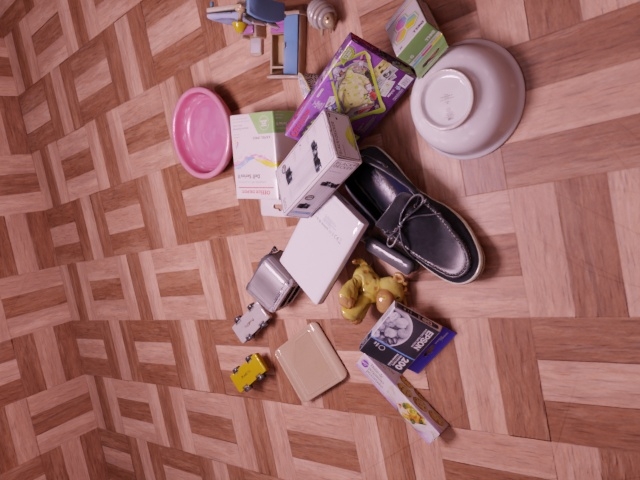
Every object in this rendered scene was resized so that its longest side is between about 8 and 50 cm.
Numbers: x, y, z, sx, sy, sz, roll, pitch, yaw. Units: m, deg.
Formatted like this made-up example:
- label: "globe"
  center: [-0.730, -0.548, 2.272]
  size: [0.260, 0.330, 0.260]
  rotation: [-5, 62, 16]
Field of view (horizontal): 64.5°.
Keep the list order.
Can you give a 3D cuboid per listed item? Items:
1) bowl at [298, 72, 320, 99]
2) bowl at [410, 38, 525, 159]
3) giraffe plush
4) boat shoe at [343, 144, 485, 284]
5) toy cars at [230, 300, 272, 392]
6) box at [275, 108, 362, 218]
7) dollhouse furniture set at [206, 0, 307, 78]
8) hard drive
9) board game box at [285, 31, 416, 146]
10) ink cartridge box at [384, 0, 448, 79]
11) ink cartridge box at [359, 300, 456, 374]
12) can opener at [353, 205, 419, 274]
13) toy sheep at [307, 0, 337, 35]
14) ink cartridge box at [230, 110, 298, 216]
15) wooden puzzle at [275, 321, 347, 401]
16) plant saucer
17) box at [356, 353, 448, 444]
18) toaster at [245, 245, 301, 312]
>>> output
- label: "bowl"
  center: [0.000, -0.432, 1.519]
  size: [0.080, 0.170, 0.170]
  rotation: [-21, 90, -5]
- label: "bowl"
  center: [0.334, -0.346, 1.249]
  size: [0.297, 0.134, 0.298]
  rotation: [10, 107, 38]
- label: "giraffe plush"
  center: [0.172, 0.156, 1.508]
  size: [0.170, 0.181, 0.211]
  rotation: [12, 74, 26]
- label: "boat shoe"
  center: [0.233, -0.068, 1.386]
  size: [0.500, 0.156, 0.187]
  rotation: [49, 124, 18]
- label: "toy cars"
  center: [-0.253, 0.403, 1.946]
  size: [0.176, 0.087, 0.394]
  rotation: [13, 105, 31]
- label: "box"
  center: [-0.014, -0.207, 1.432]
  size: [0.290, 0.087, 0.169]
  rotation: [-45, 49, 44]
- label: "dollhouse furniture set"
  center: [-0.222, -0.600, 1.532]
  size: [0.286, 0.303, 0.198]
  rotation: [13, 108, 37]
- label: "hard drive"
  center: [0.003, 0.008, 1.533]
  size: [0.210, 0.040, 0.319]
  rotation: [48, 126, 29]
- label: "board game box"
  center: [0.073, -0.378, 1.400]
  size: [0.347, 0.208, 0.056]
  rotation: [-45, 37, 42]
- label: "ink cartridge box"
  center: [0.236, -0.513, 1.269]
  size: [0.109, 0.062, 0.209]
  rotation: [-44, 39, 37]
- label: "ink cartridge box"
  center: [0.250, 0.295, 1.466]
  size: [0.208, 0.045, 0.206]
  rotation: [28, 123, -5]
- label: "can opener"
  center: [0.172, 0.000, 1.503]
  size: [0.280, 0.074, 0.093]
  rotation: [38, 121, 26]
- label: "toy sheep"
  center: [0.001, -0.658, 1.480]
  size: [0.132, 0.091, 0.091]
  rotation: [46, 125, 28]
- label: "ink cartridge box"
  center: [-0.182, -0.246, 1.703]
  size: [0.207, 0.119, 0.354]
  rotation: [4, 103, 38]
- label: "wooden puzzle"
  center: [-0.034, 0.432, 1.801]
  size: [0.238, 0.044, 0.221]
  rotation: [-42, 74, 33]
- label: "plant saucer"
  center: [-0.424, -0.399, 1.889]
  size: [0.331, 0.084, 0.333]
  rotation: [11, 108, 37]
- label: "box"
  center: [0.247, 0.472, 1.560]
  size: [0.324, 0.067, 0.063]
  rotation: [45, 124, 23]
- label: "toaster"
  center: [-0.150, 0.141, 1.768]
  size: [0.146, 0.129, 0.227]
  rotation: [44, 122, 18]
